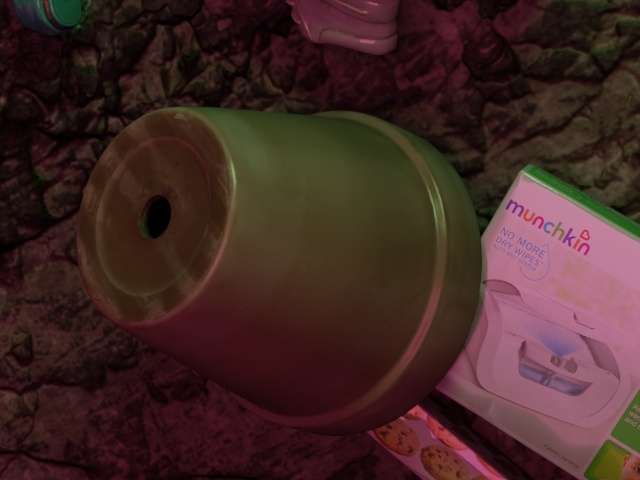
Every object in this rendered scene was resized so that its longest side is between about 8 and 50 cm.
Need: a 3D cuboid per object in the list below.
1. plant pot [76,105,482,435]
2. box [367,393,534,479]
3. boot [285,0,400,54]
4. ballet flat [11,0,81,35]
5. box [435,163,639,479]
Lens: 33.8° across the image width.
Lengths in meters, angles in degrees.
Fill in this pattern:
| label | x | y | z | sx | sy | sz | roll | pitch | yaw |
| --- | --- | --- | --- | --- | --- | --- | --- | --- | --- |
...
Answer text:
| label | x | y | z | sx | sy | sz | roll | pitch | yaw |
| --- | --- | --- | --- | --- | --- | --- | --- | --- | --- |
| plant pot | -0.057 | 0.010 | 0.970 | 0.323 | 0.280 | 0.323 | -10 | 73 | 36 |
| box | 0.090 | 0.189 | 1.119 | 0.324 | 0.063 | 0.067 | 40 | 103 | 8 |
| boot | -0.028 | -0.270 | 1.090 | 0.258 | 0.095 | 0.123 | 27 | 135 | 33 |
| ballet flat | -0.318 | -0.352 | 1.172 | 0.087 | 0.083 | 0.247 | 2 | 94 | 30 |
| box | 0.258 | 0.088 | 1.031 | 0.262 | 0.127 | 0.231 | 33 | 105 | 12 |
